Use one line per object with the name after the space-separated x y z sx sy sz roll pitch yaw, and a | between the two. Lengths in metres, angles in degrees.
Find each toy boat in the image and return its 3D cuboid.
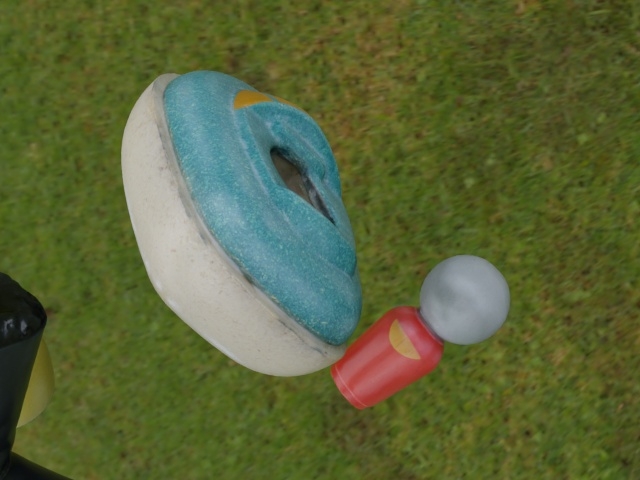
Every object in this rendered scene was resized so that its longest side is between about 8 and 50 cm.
0.000 0.000 0.926 0.148 0.318 0.267 -38 37 14 | toy boat

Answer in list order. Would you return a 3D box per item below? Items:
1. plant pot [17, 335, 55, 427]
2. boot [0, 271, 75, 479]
-0.323 0.105 1.277 0.134 0.134 0.095 31 132 22 | plant pot
-0.182 0.122 0.763 0.094 0.247 0.207 -109 34 -54 | boot
